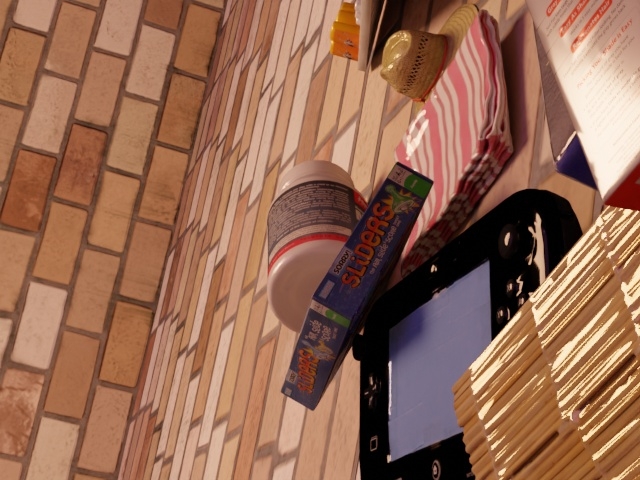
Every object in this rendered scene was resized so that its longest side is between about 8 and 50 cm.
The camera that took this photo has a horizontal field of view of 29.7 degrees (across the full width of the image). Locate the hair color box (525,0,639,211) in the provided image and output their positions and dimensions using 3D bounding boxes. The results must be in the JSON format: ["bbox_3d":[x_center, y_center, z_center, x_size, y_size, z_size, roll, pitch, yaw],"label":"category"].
[{"bbox_3d":[0.143,-0.088,0.551,0.072,0.043,0.141,123,146,-44],"label":"hair color box"}]

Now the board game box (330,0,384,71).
[{"bbox_3d":[0.075,-0.405,1.231,0.390,0.050,0.390,77,-152,-84],"label":"board game box"}]

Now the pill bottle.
[{"bbox_3d":[0.000,0.000,1.178,0.180,0.108,0.108,-95,24,-55],"label":"pill bottle"}]

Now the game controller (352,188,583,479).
[{"bbox_3d":[0.089,0.087,0.805,0.319,0.067,0.166,133,150,-64],"label":"game controller"}]

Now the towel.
[{"bbox_3d":[0.100,-0.075,0.996,0.197,0.029,0.144,121,156,-50],"label":"towel"}]

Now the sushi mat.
[{"bbox_3d":[0.157,0.043,0.561,0.316,0.019,0.151,-58,37,42],"label":"sushi mat"}]

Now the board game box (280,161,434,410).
[{"bbox_3d":[0.026,0.042,0.965,0.136,0.035,0.201,-58,-7,-28],"label":"board game box"}]

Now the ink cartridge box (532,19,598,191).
[{"bbox_3d":[0.199,-0.172,0.594,0.303,0.072,0.307,121,157,-49],"label":"ink cartridge box"}]

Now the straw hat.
[{"bbox_3d":[0.088,-0.161,1.101,0.144,0.061,0.144,-165,90,-76],"label":"straw hat"}]
